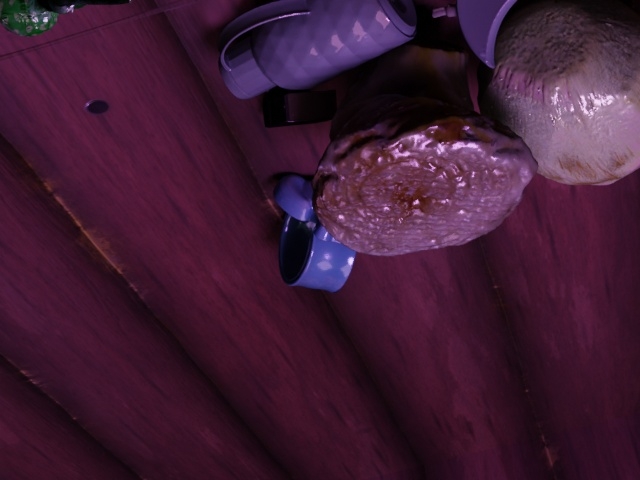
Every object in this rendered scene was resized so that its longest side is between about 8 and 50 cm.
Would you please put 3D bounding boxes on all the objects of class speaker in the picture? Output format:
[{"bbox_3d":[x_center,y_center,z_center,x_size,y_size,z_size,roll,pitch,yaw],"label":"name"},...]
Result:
[{"bbox_3d":[-0.034,-0.200,2.000,0.082,0.044,0.218,-6,-176,-9],"label":"speaker"}]

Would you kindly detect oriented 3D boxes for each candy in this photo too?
[{"bbox_3d":[-0.327,-0.304,1.676,0.097,0.097,0.323,19,175,-39],"label":"candy"}]

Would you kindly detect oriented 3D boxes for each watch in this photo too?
[{"bbox_3d":[0.000,0.000,2.312,0.211,0.211,0.193,7,127,-26],"label":"watch"}]

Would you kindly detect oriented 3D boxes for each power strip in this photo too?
[{"bbox_3d":[0.278,-0.355,1.842,0.253,0.167,0.054,-27,179,20],"label":"power strip"}]

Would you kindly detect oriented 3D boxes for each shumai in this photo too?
[{"bbox_3d":[0.137,-0.153,1.917,0.309,0.263,0.304,16,142,-24],"label":"shumai"}]

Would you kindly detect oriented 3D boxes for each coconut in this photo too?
[{"bbox_3d":[0.399,-0.218,1.980,0.329,0.281,0.328,10,157,4],"label":"coconut"}]

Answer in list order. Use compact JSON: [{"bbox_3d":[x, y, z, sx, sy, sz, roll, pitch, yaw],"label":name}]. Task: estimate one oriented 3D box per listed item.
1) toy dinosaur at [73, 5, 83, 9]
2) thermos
[{"bbox_3d":[-0.334,-0.340,1.823,0.120,0.029,0.060,-18,162,6],"label":"toy dinosaur"},{"bbox_3d":[-0.021,-0.295,1.860,0.287,0.145,0.182,-25,156,22],"label":"thermos"}]
